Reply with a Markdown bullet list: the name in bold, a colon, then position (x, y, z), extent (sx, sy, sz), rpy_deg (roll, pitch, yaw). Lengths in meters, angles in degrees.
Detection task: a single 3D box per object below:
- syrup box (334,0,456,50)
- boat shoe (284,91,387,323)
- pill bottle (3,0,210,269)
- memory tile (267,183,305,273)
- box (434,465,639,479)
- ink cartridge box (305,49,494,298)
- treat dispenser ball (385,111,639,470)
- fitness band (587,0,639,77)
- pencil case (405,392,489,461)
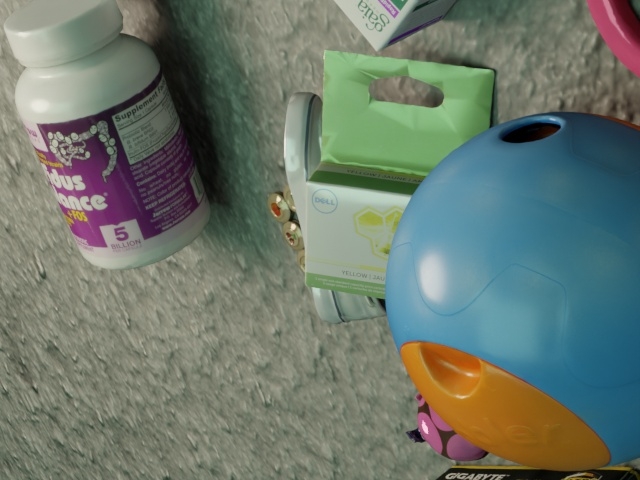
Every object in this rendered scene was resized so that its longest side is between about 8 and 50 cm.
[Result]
- **syrup box**: position (0.100, -0.275, 1.071), extent (0.093, 0.096, 0.237), rpy_deg (51, 140, 9)
- **boat shoe**: position (0.025, -0.035, 1.328), extent (0.084, 0.095, 0.258), rpy_deg (-4, 116, 18)
- **pill bottle**: position (-0.247, -0.130, 1.447), extent (0.169, 0.169, 0.301), rpy_deg (12, 131, 42)
- **memory tile**: position (0.000, 0.000, 1.423), extent (0.113, 0.012, 0.148), rpy_deg (-25, 94, 51)
- **box**: position (0.269, 0.395, 1.342), extent (0.257, 0.079, 0.322), rpy_deg (-12, 105, 52)
- **ink cartridge box**: position (0.073, -0.055, 1.215), extent (0.171, 0.056, 0.235), rpy_deg (9, 121, 14)
- **treat dispenser ball**: position (0.197, 0.040, 1.019), extent (0.288, 0.288, 0.288), rpy_deg (26, 131, 34)
- **fitness band**: position (0.282, -0.240, 0.933), extent (0.209, 0.054, 0.290), rpy_deg (26, 132, 34)
- **pencil case**: position (0.164, 0.135, 1.279), extent (0.098, 0.095, 0.209), rpy_deg (55, 141, 28)
